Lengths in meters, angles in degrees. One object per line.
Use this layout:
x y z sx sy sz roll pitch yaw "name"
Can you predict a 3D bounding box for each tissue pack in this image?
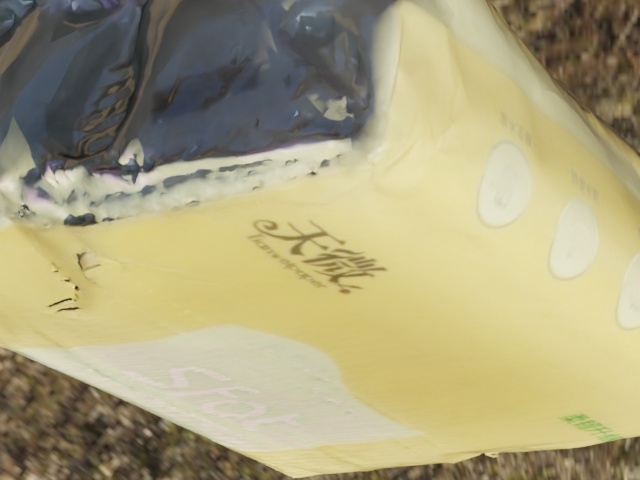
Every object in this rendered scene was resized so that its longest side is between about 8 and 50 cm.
0.000 0.000 0.538 0.186 0.222 0.090 -10 66 31 "tissue pack"
